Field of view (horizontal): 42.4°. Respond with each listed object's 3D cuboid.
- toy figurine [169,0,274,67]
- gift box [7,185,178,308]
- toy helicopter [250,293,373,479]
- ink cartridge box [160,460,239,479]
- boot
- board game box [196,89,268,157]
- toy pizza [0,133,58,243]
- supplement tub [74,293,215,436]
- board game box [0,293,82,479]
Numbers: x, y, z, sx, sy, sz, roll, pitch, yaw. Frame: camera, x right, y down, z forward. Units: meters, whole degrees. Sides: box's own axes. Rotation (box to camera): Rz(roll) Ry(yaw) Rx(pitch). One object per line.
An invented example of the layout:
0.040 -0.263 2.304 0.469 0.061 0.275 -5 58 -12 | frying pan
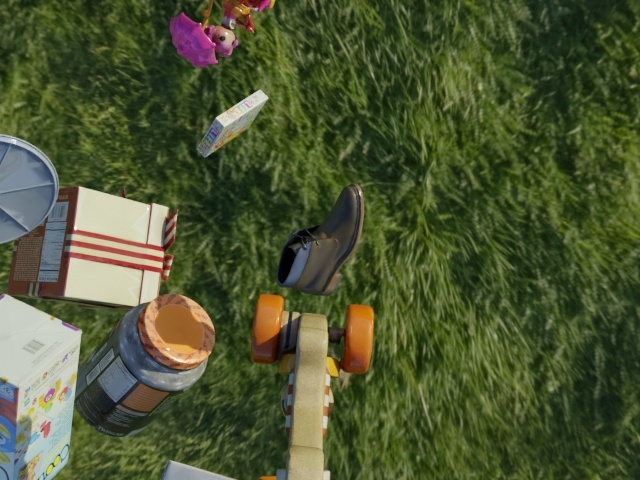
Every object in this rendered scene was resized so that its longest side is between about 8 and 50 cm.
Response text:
-0.135 -0.311 1.124 0.130 0.173 0.159 36 104 33 | toy figurine
-0.460 0.007 1.718 0.255 0.258 0.277 4 81 41 | gift box
-0.020 0.214 0.890 0.140 0.355 0.235 7 104 -1 | toy helicopter
-0.116 0.400 1.201 0.158 0.218 0.092 5 70 34 | ink cartridge box
0.000 0.000 1.446 0.106 0.082 0.219 5 113 -35 | boot
-0.180 -0.240 1.693 0.026 0.154 0.103 44 135 2 | board game box
-0.474 -0.073 1.163 0.201 0.201 0.032 -37 50 8 | toy pizza
-0.353 0.249 1.657 0.194 0.193 0.316 49 128 2 | supplement tub
-0.459 0.245 1.207 0.142 0.144 0.275 23 122 11 | board game box
